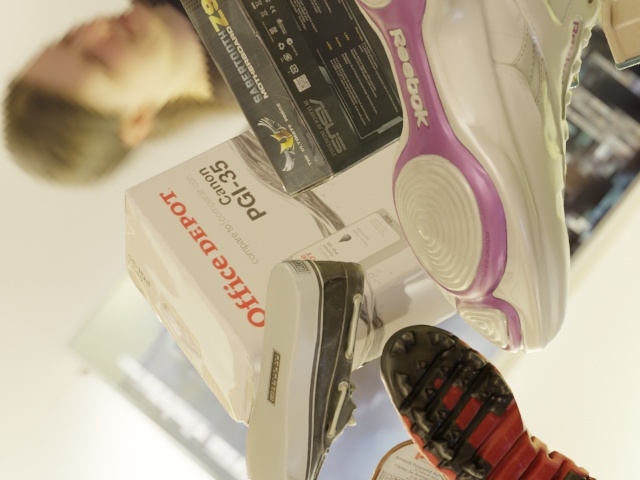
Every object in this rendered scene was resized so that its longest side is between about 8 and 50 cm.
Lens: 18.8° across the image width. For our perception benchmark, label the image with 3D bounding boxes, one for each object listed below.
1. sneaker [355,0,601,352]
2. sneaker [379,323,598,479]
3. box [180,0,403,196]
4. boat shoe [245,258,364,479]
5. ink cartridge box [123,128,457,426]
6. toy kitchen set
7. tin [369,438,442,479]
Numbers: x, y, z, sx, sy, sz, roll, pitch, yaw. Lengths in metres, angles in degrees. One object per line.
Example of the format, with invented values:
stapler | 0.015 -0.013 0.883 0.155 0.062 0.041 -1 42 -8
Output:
sneaker | 0.107 -0.087 1.044 0.114 0.152 0.305 15 122 55
sneaker | 0.136 0.178 1.651 0.276 0.097 0.135 47 166 -17
box | 0.001 -0.170 1.245 0.059 0.183 0.233 -23 98 54
boat shoe | -0.006 0.120 1.415 0.070 0.219 0.078 -1 -159 -25
ink cartridge box | 0.000 0.000 1.661 0.207 0.283 0.117 51 156 27
toy kitchen set | 0.313 -0.251 2.072 0.122 0.166 0.207 52 -150 -38
tin | 0.084 0.283 1.899 0.106 0.190 0.040 22 164 18
